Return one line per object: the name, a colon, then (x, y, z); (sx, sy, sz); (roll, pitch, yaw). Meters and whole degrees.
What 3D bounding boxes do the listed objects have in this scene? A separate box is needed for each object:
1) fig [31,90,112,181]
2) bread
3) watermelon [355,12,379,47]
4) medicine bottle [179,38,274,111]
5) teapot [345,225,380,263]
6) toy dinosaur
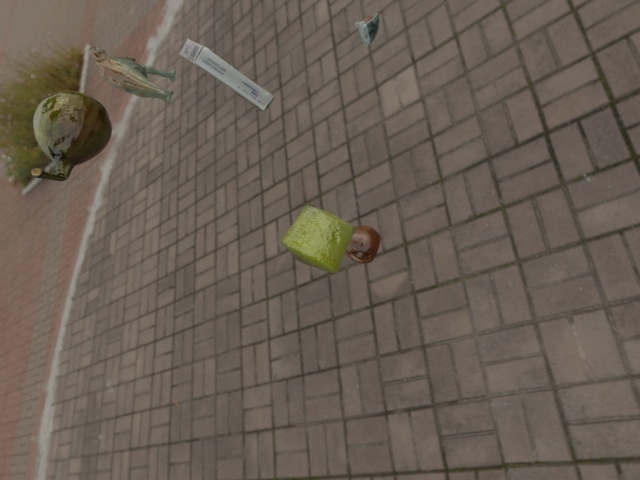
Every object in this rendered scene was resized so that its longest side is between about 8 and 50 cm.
fig: (-0.495, -0.205, 0.957); (0.148, 0.142, 0.186); (167, 98, -67)
bread: (0.000, 0.000, 0.948); (0.111, 0.129, 0.114); (24, 86, 54)
watermelon: (0.109, -0.516, 1.146); (0.061, 0.085, 0.085); (21, 91, 16)
medicine bottle: (-0.225, -0.392, 1.134); (0.052, 0.201, 0.171); (-56, 35, 9)
teapot: (0.105, 0.009, 1.344); (0.116, 0.116, 0.173); (-41, 22, 25)
toy dinosaur: (-0.463, -0.416, 1.236); (0.393, 0.206, 0.092); (48, 120, 41)
